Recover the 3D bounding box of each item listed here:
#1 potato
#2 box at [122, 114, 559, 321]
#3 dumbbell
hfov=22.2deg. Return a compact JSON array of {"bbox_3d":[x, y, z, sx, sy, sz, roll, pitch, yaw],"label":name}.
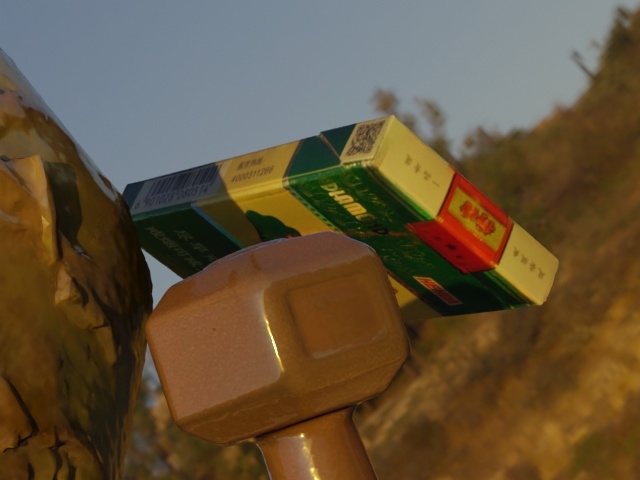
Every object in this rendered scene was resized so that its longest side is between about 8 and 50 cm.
[{"bbox_3d":[-0.162,0.053,0.603,0.246,0.196,0.299,27,-99,-38],"label":"potato"},{"bbox_3d":[0.000,0.000,0.882,0.235,0.132,0.034,-11,48,51],"label":"box"},{"bbox_3d":[0.013,0.112,0.535,0.092,0.231,0.082,-16,-8,-35],"label":"dumbbell"}]
